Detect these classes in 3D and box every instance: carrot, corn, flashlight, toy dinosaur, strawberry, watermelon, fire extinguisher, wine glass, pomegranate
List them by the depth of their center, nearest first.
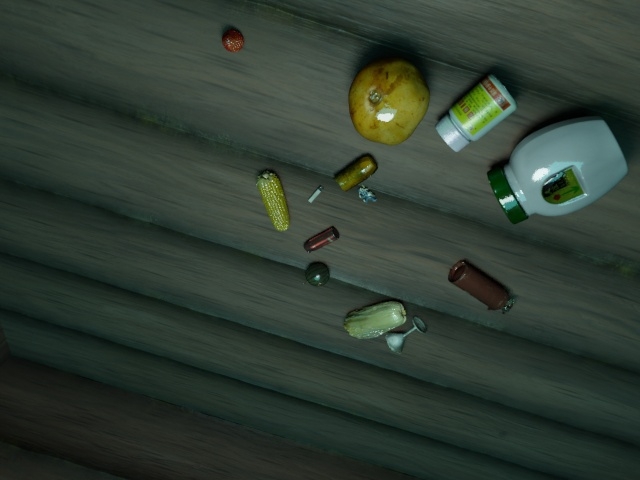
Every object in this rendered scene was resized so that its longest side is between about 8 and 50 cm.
[{"bbox_3d":[0.216,-0.430,1.263,0.264,0.264,0.264,5,125,8],"label":"pomegranate"},{"bbox_3d":[-0.290,-0.651,1.313,0.073,0.083,0.073,2,110,4],"label":"strawberry"},{"bbox_3d":[0.130,-0.248,1.510,0.173,0.082,0.082,-34,112,26],"label":"carrot"},{"bbox_3d":[0.183,-0.178,1.578,0.047,0.030,0.083,-34,113,31],"label":"toy dinosaur"},{"bbox_3d":[-0.018,-0.187,1.621,0.018,0.018,0.083,35,124,-13],"label":"flashlight"},{"bbox_3d":[-0.186,-0.156,1.633,0.091,0.091,0.260,-5,126,12],"label":"corn"},{"bbox_3d":[0.693,0.222,1.721,0.337,0.106,0.147,33,149,-12],"label":"fire extinguisher"},{"bbox_3d":[-0.024,0.160,1.808,0.133,0.105,0.105,-30,116,6],"label":"watermelon"},{"bbox_3d":[0.253,0.372,1.894,0.305,0.122,0.123,-26,115,28],"label":"corn"},{"bbox_3d":[0.412,0.445,1.926,0.122,0.122,0.183,37,118,-15],"label":"wine glass"}]

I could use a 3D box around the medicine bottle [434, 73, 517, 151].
[{"bbox_3d":[0.495,-0.403,1.290,0.139,0.139,0.225,40,123,-16],"label":"medicine bottle"}]

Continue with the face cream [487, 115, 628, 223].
[{"bbox_3d":[0.760,-0.220,1.316,0.357,0.219,0.312,-28,117,31],"label":"face cream"}]

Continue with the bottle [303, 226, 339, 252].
[{"bbox_3d":[0.000,0.000,1.727,0.164,0.060,0.060,-28,115,27],"label":"bottle"}]
